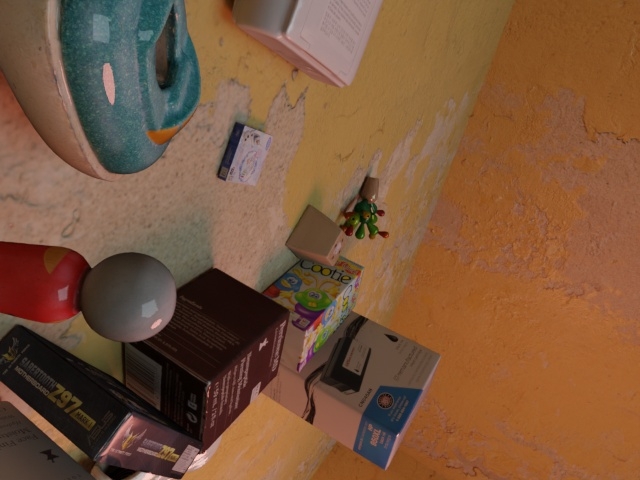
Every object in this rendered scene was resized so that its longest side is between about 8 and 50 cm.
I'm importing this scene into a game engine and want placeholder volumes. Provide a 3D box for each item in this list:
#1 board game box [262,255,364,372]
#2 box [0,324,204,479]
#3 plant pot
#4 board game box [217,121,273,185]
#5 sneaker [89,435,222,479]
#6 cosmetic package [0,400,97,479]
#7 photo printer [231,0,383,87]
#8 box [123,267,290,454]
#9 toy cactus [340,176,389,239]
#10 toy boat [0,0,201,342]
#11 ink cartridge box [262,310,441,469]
[{"bbox_3d":[-0.027,0.153,1.137,0.275,0.144,0.142,-41,149,-48],"label":"board game box"},{"bbox_3d":[-0.260,0.206,0.578,0.059,0.183,0.232,-55,157,-24],"label":"box"},{"bbox_3d":[0.000,0.000,1.089,0.109,0.096,0.109,-60,160,-10],"label":"plant pot"},{"bbox_3d":[-0.118,-0.134,0.754,0.090,0.020,0.090,-2,115,-67],"label":"board game box"},{"bbox_3d":[-0.268,0.354,0.831,0.305,0.114,0.152,-34,146,-53],"label":"sneaker"},{"bbox_3d":[-0.346,0.279,0.455,0.151,0.184,0.151,-65,160,2],"label":"cosmetic package"},{"bbox_3d":[0.019,-0.396,0.651,0.256,0.107,0.307,-7,120,-67],"label":"photo printer"},{"bbox_3d":[-0.181,0.184,0.765,0.203,0.167,0.168,-37,147,-51],"label":"box"},{"bbox_3d":[0.136,-0.087,1.335,0.219,0.112,0.180,-3,108,-57],"label":"toy cactus"},{"bbox_3d":[-0.164,-0.086,0.380,0.267,0.148,0.318,131,-31,-74],"label":"toy boat"},{"bbox_3d":[0.070,0.348,1.249,0.285,0.395,0.166,-42,148,-46],"label":"ink cartridge box"}]
